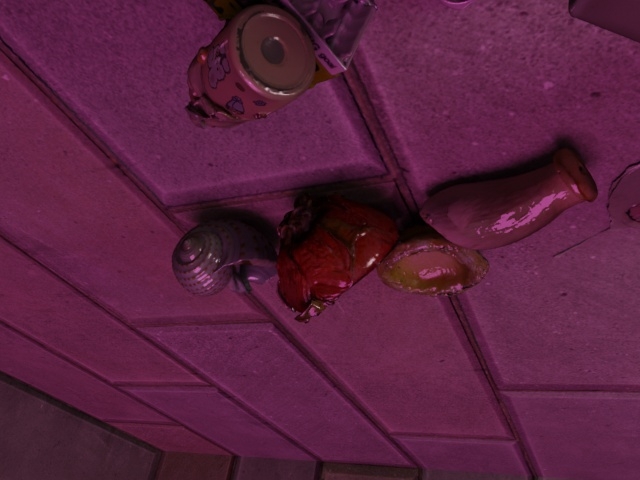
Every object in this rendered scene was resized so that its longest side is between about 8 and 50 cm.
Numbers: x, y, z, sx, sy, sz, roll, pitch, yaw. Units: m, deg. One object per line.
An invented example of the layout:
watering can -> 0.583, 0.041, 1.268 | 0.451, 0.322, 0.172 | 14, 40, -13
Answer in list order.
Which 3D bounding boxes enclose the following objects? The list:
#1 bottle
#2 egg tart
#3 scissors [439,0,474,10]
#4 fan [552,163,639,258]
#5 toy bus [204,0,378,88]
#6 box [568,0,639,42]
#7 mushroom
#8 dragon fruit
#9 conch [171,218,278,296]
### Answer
bottle -> -0.081, -0.157, 0.571 | 0.099, 0.098, 0.152 | 31, 157, -28
egg tart -> 0.188, 0.030, 0.972 | 0.197, 0.078, 0.197 | 4, 155, 2
scissors -> 0.081, -0.292, 0.578 | 0.213, 0.021, 0.110 | 11, 150, -1
fan -> 0.468, -0.033, 0.869 | 0.182, 0.010, 0.310 | 21, 145, -17
toy bus -> -0.068, -0.280, 0.537 | 0.139, 0.113, 0.302 | 2, 151, 46
box -> 0.274, -0.243, 0.429 | 0.130, 0.210, 0.148 | 20, 147, 0
mushroom -> 0.267, -0.048, 0.831 | 0.247, 0.107, 0.096 | -19, 177, 41
dragon fruit -> 0.002, -0.002, 0.917 | 0.148, 0.224, 0.218 | 53, 174, -10
conch -> -0.172, 0.026, 1.043 | 0.172, 0.131, 0.200 | -31, 164, 13
